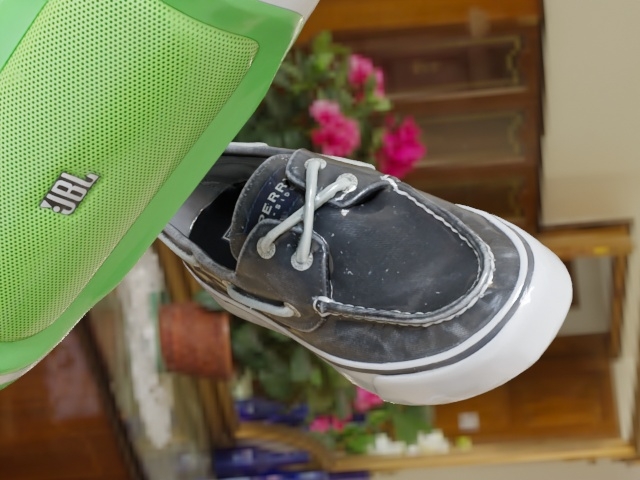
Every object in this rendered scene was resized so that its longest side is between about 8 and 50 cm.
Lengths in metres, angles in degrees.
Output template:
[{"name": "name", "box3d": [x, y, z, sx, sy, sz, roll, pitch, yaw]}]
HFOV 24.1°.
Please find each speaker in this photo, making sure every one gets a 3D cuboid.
[{"name": "speaker", "box3d": [-0.114, -0.059, 0.662, 0.296, 0.131, 0.131, -50, -158, 29]}]

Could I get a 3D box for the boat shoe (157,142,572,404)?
[{"name": "boat shoe", "box3d": [0.000, 0.000, 0.798, 0.102, 0.108, 0.301, 42, -13, -35]}]
